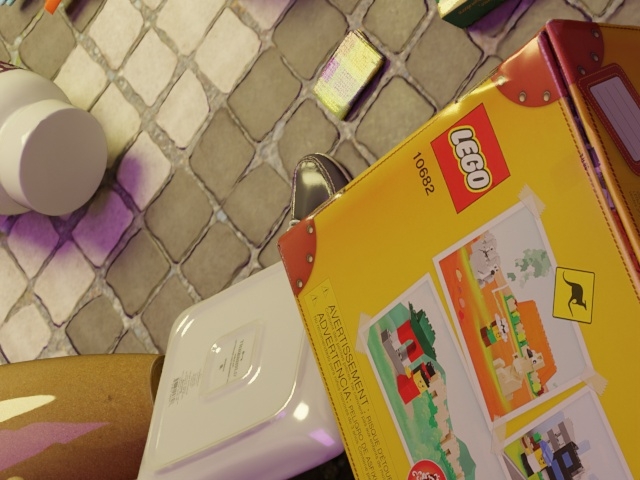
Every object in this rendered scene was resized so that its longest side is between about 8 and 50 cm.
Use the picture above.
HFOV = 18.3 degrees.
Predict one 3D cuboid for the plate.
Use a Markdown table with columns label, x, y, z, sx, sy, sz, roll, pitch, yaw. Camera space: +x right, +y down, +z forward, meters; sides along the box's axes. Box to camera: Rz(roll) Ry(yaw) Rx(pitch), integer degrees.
| label | x | y | z | sx | sy | sz | roll | pitch | yaw |
| --- | --- | --- | --- | --- | --- | --- | --- | --- | --- |
| plate | -0.071 | 0.123 | 1.870 | 0.278 | 0.045 | 0.277 | -28 | 37 | 35 |

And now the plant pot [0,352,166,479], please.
| label | x | y | z | sx | sy | sz | roll | pitch | yaw |
| --- | --- | --- | --- | --- | --- | --- | --- | --- | --- |
| plant pot | -0.252 | 0.216 | 2.063 | 0.254 | 0.237 | 0.237 | -20 | 65 | 20 |

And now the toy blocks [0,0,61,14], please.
| label | x | y | z | sx | sy | sz | roll | pitch | yaw |
| --- | --- | --- | --- | --- | --- | --- | --- | --- | --- |
| toy blocks | -0.323 | -0.317 | 2.353 | 0.148 | 0.054 | 0.123 | -49 | 52 | 20 |

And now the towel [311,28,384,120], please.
| label | x | y | z | sx | sy | sz | roll | pitch | yaw |
| --- | --- | --- | --- | --- | --- | --- | --- | --- | --- |
| towel | 0.029 | -0.171 | 2.045 | 0.083 | 0.009 | 0.060 | -55 | 51 | 16 |

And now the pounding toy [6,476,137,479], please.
| label | x | y | z | sx | sy | sz | roll | pitch | yaw |
| --- | --- | --- | --- | --- | --- | --- | --- | --- | --- |
| pounding toy | -0.197 | 0.336 | 1.941 | 0.155 | 0.269 | 0.154 | -45 | 30 | 23 |

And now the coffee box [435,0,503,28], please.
| label | x | y | z | sx | sy | sz | roll | pitch | yaw |
| --- | --- | --- | --- | --- | --- | --- | --- | --- | --- |
| coffee box | 0.147 | -0.315 | 1.961 | 0.113 | 0.040 | 0.184 | -30 | 61 | 31 |

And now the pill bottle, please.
| label | x | y | z | sx | sy | sz | roll | pitch | yaw |
| --- | --- | --- | --- | --- | --- | --- | --- | --- | --- |
| pill bottle | -0.385 | -0.125 | 2.280 | 0.301 | 0.169 | 0.169 | 21 | 92 | 41 |

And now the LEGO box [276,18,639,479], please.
| label | x | y | z | sx | sy | sz | roll | pitch | yaw |
| --- | --- | --- | --- | --- | --- | --- | --- | --- | --- |
| LEGO box | 0.208 | 0.132 | 1.606 | 0.372 | 0.193 | 0.500 | -37 | 64 | 42 |

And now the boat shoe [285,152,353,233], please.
| label | x | y | z | sx | sy | sz | roll | pitch | yaw |
| --- | --- | --- | --- | --- | --- | --- | --- | --- | --- |
| boat shoe | 0.000 | 0.000 | 1.987 | 0.075 | 0.065 | 0.206 | -25 | 63 | 33 |
